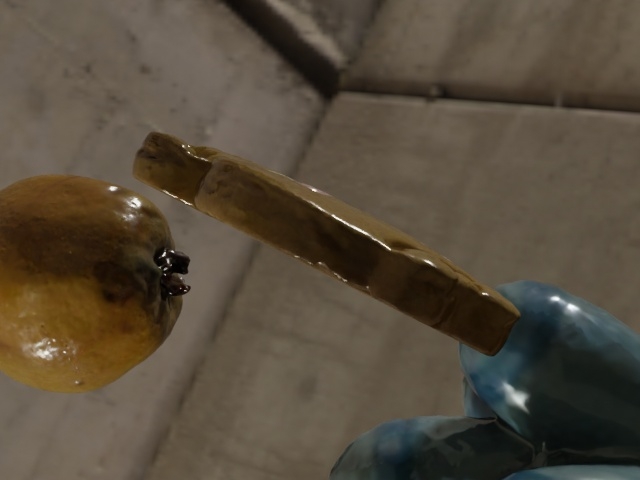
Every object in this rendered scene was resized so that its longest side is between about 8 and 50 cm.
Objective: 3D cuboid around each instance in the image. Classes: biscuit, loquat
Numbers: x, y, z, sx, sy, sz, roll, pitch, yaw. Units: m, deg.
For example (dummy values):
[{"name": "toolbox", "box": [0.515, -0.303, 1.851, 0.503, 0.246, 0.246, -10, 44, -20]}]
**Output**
[{"name": "biscuit", "box": [0.001, -0.003, 0.815, 0.184, 0.249, 0.035, 27, -90, -14]}, {"name": "loquat", "box": [-0.219, 0.035, 1.540, 0.176, 0.234, 0.187, -37, -55, -60]}]

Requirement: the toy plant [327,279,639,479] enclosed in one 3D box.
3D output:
[{"name": "toy plant", "box": [0.169, 0.134, 0.962, 0.247, 0.332, 0.247, -2, -90, -84]}]
